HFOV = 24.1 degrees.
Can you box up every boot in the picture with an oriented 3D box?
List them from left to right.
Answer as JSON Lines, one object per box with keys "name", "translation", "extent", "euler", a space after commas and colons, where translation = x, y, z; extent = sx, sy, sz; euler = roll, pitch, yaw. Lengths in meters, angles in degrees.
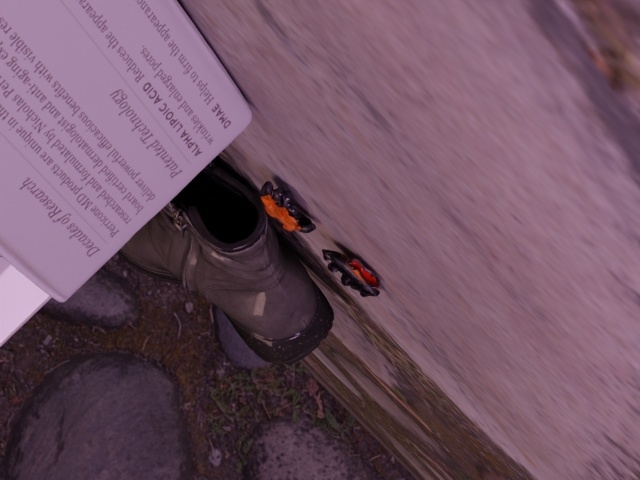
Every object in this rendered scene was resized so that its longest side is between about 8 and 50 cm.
{"name": "boot", "translation": [-0.094, -0.030, 1.004], "extent": [0.246, 0.083, 0.161], "euler": [34, 162, 38]}

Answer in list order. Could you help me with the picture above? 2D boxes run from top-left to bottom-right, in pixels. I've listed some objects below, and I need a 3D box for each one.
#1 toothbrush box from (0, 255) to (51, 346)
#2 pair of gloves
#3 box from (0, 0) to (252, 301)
{"name": "toothbrush box", "translation": [-0.237, -0.091, 0.815], "extent": [0.295, 0.216, 0.126], "euler": [45, 175, -12]}
{"name": "pair of gloves", "translation": [0.000, 0.000, 0.787], "extent": [0.083, 0.010, 0.074], "euler": [43, 173, 1]}
{"name": "box", "translation": [-0.150, -0.100, 0.610], "extent": [0.181, 0.119, 0.182], "euler": [42, 173, 33]}
